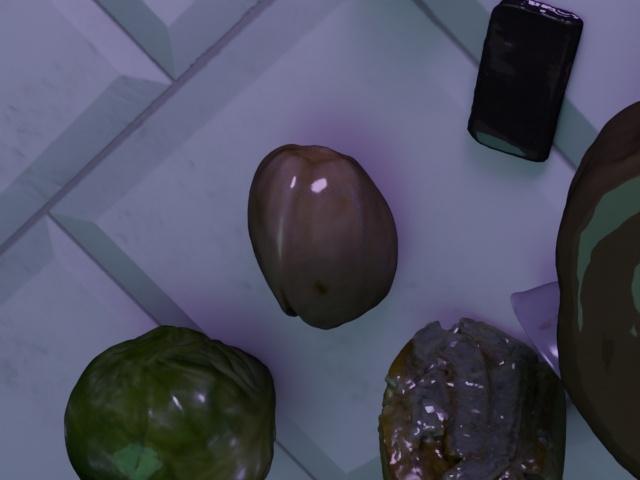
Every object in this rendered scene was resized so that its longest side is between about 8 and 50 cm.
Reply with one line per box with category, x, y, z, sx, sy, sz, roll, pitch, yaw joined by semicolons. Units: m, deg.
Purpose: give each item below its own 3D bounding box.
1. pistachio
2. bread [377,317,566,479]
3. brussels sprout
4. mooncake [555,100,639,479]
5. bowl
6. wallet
pistachio;0.000;0.000;1.545;0.138;0.153;0.238;24;161;26
bread;0.147;0.202;1.544;0.186;0.257;0.124;2;137;4
brussels sprout;-0.159;0.200;1.728;0.244;0.244;0.244;16;131;20
mooncake;0.369;0.024;1.253;0.378;0.201;0.378;8;120;15
bowl;0.267;0.094;1.459;0.086;0.189;0.189;-43;98;15
wallet;0.177;-0.140;1.405;0.082;0.018;0.156;21;133;15
